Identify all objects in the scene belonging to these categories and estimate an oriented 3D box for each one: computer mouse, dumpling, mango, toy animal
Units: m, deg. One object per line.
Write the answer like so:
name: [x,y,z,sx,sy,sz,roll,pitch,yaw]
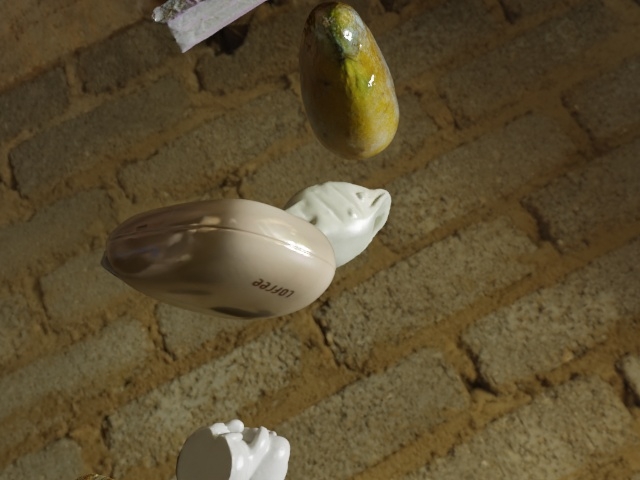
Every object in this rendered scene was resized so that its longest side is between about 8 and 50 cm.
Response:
computer mouse: [-0.095,0.023,0.572,0.237,0.081,0.145,-6,158,44]
dumpling: [0.002,0.000,0.764,0.169,0.100,0.134,-38,155,-39]
mango: [0.036,-0.240,0.989,0.146,0.192,0.316,-21,155,4]
toy animal: [-0.139,0.389,1.070,0.128,0.178,0.193,7,157,34]

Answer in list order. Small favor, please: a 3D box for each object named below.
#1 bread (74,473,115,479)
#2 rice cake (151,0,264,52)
bread: [-0.251,0.332,0.752,0.149,0.122,0.073,-12,-164,39]
rice cake: [-0.160,-0.448,1.179,0.298,0.050,0.106,-33,165,-2]
